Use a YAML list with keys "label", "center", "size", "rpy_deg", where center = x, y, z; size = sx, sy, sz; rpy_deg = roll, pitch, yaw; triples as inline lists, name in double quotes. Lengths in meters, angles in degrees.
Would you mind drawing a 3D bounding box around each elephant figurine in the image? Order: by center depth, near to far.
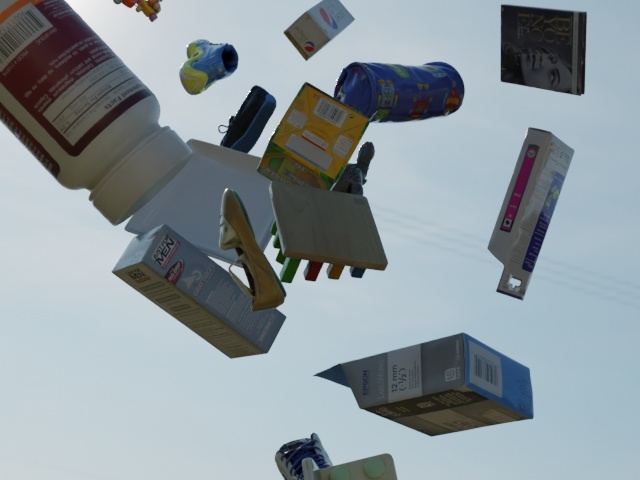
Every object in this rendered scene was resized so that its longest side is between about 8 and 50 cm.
- label: "elephant figurine"
  center: [0.037, -0.099, 2.344]
  size: [0.169, 0.240, 0.186]
  rpy_deg: [11, 20, -22]

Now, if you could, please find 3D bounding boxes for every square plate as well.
- label: "square plate"
  center: [-0.246, -0.087, 2.580]
  size: [0.347, 0.344, 0.049]
  rpy_deg: [17, -39, 16]

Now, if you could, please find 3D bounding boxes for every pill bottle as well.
- label: "pill bottle"
  center: [-0.416, -0.229, 1.792]
  size: [0.392, 0.224, 0.224]
  rpy_deg: [47, -27, -3]

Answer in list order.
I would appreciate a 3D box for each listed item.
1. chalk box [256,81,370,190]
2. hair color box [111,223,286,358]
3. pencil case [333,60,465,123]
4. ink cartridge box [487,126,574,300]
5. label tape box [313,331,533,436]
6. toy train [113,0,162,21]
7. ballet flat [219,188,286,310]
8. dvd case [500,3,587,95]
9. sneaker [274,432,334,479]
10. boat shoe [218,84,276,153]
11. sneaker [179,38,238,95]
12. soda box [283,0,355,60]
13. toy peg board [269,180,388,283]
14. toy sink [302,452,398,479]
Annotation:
- label: "chalk box"
  center: [-0.019, -0.152, 1.811]
  size: [0.132, 0.132, 0.213]
  rpy_deg: [30, -18, -1]
- label: "hair color box"
  center: [-0.283, 0.126, 2.471]
  size: [0.374, 0.114, 0.185]
  rpy_deg: [39, -28, -21]
- label: "pencil case"
  center: [0.157, -0.302, 2.119]
  size: [0.306, 0.133, 0.119]
  rpy_deg: [-11, -36, -45]
- label: "ink cartridge box"
  center: [0.464, -0.056, 2.371]
  size: [0.069, 0.371, 0.175]
  rpy_deg: [17, 0, 32]
- label: "label tape box"
  center: [0.195, 0.293, 2.019]
  size: [0.347, 0.115, 0.249]
  rpy_deg: [-20, -33, 33]
- label: "toy train"
  center: [-0.381, -0.531, 2.228]
  size: [0.125, 0.166, 0.046]
  rpy_deg: [39, -59, -22]
- label: "ballet flat"
  center: [-0.138, 0.018, 1.858]
  size: [0.073, 0.232, 0.080]
  rpy_deg: [-23, -13, -17]
- label: "dvd case"
  center: [0.449, -0.390, 2.146]
  size: [0.018, 0.165, 0.221]
  rpy_deg: [-17, 24, -33]
- label: "sneaker"
  center: [-0.022, 0.477, 2.107]
  size: [0.127, 0.182, 0.315]
  rpy_deg: [-25, -16, -13]
- label: "boat shoe"
  center: [-0.212, -0.318, 2.930]
  size: [0.258, 0.089, 0.109]
  rpy_deg: [-50, -24, 21]
- label: "sneaker"
  center: [-0.228, -0.391, 2.304]
  size: [0.126, 0.240, 0.091]
  rpy_deg: [-18, -60, 13]
- label: "soda box"
  center: [-0.001, -0.421, 2.069]
  size: [0.069, 0.216, 0.074]
  rpy_deg: [-37, -82, 24]
- label: "toy peg board"
  center: [0.000, 0.000, 1.598]
  size: [0.160, 0.161, 0.079]
  rpy_deg: [9, -51, -20]
- label: "toy sink"
  center: [0.069, 0.426, 1.620]
  size: [0.131, 0.153, 0.234]
  rpy_deg: [-15, -34, 6]
